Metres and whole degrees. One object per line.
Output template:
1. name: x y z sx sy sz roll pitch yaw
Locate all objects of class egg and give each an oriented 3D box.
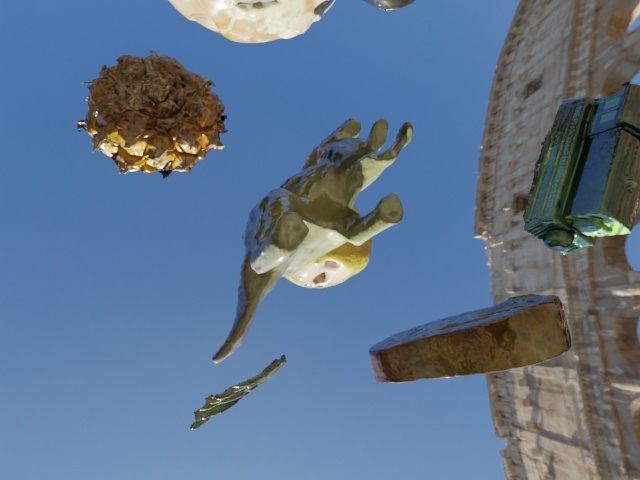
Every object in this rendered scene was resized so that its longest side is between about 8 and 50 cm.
1. egg: -0.061 -0.299 0.438 0.233 0.195 0.195 -36 -91 -38

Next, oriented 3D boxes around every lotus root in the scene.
1. lotus root: 0.265 0.199 0.867 0.374 0.390 0.111 -12 -100 -27

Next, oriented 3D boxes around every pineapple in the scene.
1. pineapple: -0.237 -0.190 0.637 0.224 0.076 0.225 4 -118 -8

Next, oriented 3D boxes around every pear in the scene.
1. pear: 0.000 0.000 0.731 0.177 0.178 0.178 2 -101 -12

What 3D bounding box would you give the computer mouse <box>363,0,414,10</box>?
1. computer mouse: 0.114 -0.625 0.989 0.269 0.100 0.170 35 -109 19

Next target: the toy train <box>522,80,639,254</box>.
1. toy train: 0.511 -0.137 0.836 0.138 0.178 0.331 27 -104 -17

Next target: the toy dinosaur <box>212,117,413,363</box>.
1. toy dinosaur: -0.002 -0.031 0.398 0.077 0.162 0.294 50 -130 -12

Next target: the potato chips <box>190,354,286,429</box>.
1. potato chips: -0.132 0.252 0.776 0.207 0.092 0.028 -19 -119 -47
